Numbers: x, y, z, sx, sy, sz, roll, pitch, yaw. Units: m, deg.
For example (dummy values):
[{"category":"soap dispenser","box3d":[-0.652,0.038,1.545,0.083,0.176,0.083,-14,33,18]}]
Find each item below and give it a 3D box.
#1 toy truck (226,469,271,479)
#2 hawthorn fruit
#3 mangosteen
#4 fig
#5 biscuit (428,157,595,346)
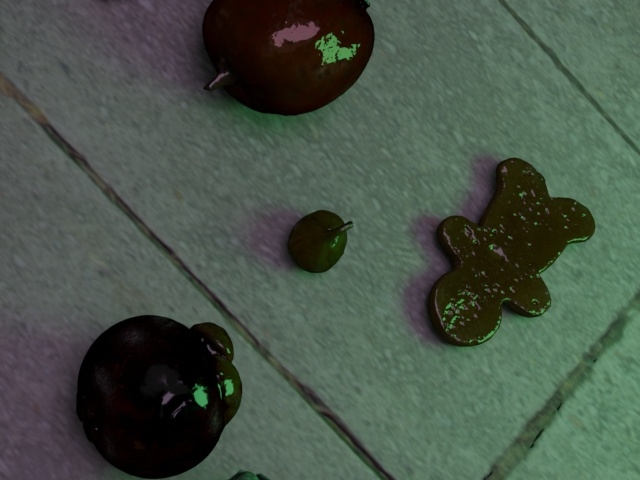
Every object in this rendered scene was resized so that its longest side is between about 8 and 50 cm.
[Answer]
[{"category":"toy truck","box3d":[-0.142,0.402,1.590,0.279,0.156,0.155,-37,92,-25]},{"category":"hawthorn fruit","box3d":[-0.052,-0.263,1.773,0.249,0.215,0.215,-34,90,-27]},{"category":"mangosteen","box3d":[-0.192,0.185,1.608,0.209,0.210,0.210,5,75,-20]},{"category":"fig","box3d":[0.000,0.000,1.781,0.084,0.098,0.082,-18,85,-13]},{"category":"biscuit","box3d":[0.253,0.026,1.900,0.197,0.049,0.301,39,66,-3]}]
